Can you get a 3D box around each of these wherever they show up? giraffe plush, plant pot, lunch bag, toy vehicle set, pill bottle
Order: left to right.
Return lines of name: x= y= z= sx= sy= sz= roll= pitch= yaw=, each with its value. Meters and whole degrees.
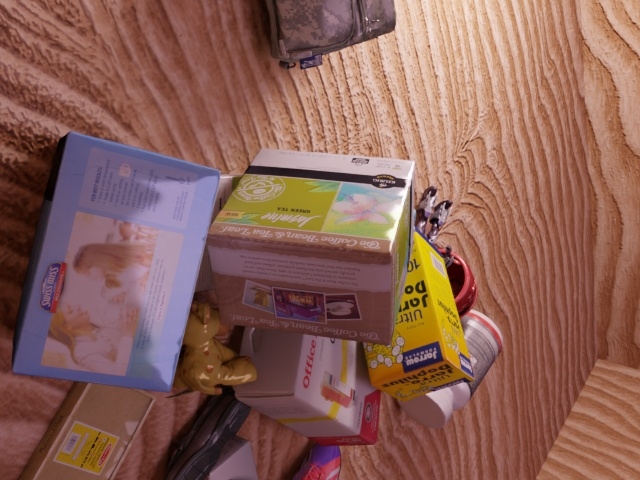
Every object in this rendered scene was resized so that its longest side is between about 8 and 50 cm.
toy vehicle set: x=-0.425 y=0.374 z=1.232 sx=0.166 sy=0.035 sz=0.267 roll=47 pitch=64 yaw=-47
giraffe plush: x=-0.232 y=0.200 z=1.330 sx=0.210 sy=0.181 sz=0.170 roll=-7 pitch=94 yaw=-68
lunch bag: x=-0.009 y=-0.526 z=1.381 sx=0.256 sy=0.212 sz=0.305 roll=-24 pitch=119 yaw=-27
plant pot: x=0.379 y=0.139 z=2.054 sx=0.174 sy=0.191 sz=0.191 roll=33 pitch=74 yaw=-55
pill bottle: x=0.407 y=0.400 z=2.142 sx=0.363 sy=0.210 sz=0.210 roll=-45 pitch=132 yaw=-35

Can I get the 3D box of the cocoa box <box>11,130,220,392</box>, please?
cocoa box: x=-0.322 y=0.029 z=1.053 sx=0.231 sy=0.228 sz=0.347 roll=13 pitch=89 yaw=-24

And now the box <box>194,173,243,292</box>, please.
box: x=-0.259 y=-0.012 z=1.319 sx=0.322 sy=0.058 sz=0.232 roll=-7 pitch=105 yaw=-49

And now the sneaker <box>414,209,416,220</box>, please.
sneaker: x=0.074 y=0.052 z=1.535 sx=0.127 sy=0.208 sz=0.319 roll=46 pitch=63 yaw=-78

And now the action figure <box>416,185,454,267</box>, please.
action figure: x=0.302 y=-0.007 z=1.964 sx=0.185 sy=0.099 sz=0.285 roll=28 pitch=64 yaw=-17

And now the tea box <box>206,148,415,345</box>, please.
tea box: x=0.000 y=0.000 z=1.302 sx=0.323 sy=0.329 sz=0.220 roll=-69 pitch=161 yaw=-51

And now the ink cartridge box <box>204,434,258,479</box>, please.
ink cartridge box: x=-0.235 y=0.613 z=1.520 sx=0.239 sy=0.060 sz=0.275 roll=-33 pitch=124 yaw=-43

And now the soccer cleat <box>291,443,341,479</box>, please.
soccer cleat: x=-0.046 y=0.645 z=1.713 sx=0.318 sy=0.108 sz=0.116 roll=-57 pitch=156 yaw=-19

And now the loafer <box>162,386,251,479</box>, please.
loafer: x=-0.255 y=0.429 z=1.438 sx=0.267 sy=0.084 sz=0.096 roll=-50 pitch=148 yaw=-26

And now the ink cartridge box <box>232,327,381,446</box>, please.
ink cartridge box: x=-0.008 y=0.289 z=1.570 sx=0.385 sy=0.160 sz=0.279 roll=44 pitch=46 yaw=-47

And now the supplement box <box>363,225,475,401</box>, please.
supplement box: x=0.213 y=0.177 z=1.645 sx=0.195 sy=0.194 sz=0.356 roll=38 pitch=35 yaw=-51
